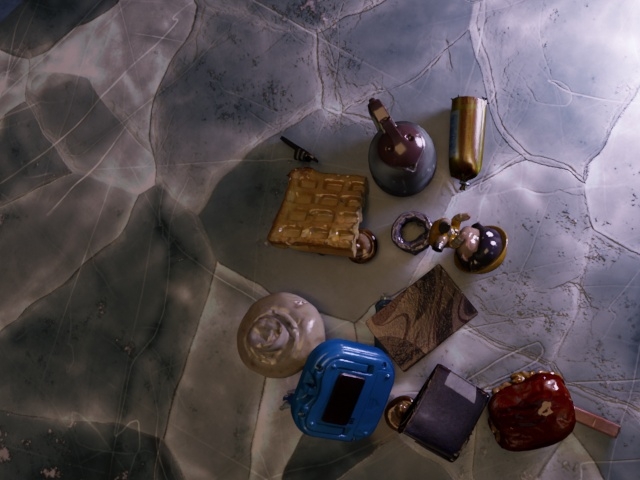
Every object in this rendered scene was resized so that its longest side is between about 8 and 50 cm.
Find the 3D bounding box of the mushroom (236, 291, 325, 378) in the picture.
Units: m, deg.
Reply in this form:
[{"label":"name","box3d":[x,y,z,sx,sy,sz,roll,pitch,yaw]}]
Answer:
[{"label":"mushroom","box3d":[-0.152,0.312,1.787,0.315,0.336,0.314,-3,74,11]}]

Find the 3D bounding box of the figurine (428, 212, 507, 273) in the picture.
[{"label":"figurine","box3d":[0.480,0.010,1.747,0.257,0.167,0.192,23,67,-5]}]

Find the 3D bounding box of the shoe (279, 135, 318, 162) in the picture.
[{"label":"shoe","box3d":[-0.086,-0.320,1.961,0.179,0.071,0.049,35,94,19]}]

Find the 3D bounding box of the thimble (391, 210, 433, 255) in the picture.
[{"label":"thimble","box3d":[0.320,-0.027,1.833,0.150,0.098,0.149,-1,84,13]}]

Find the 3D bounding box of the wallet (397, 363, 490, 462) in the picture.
[{"label":"wallet","box3d":[0.405,0.565,1.752,0.221,0.071,0.262,32,87,-7]}]

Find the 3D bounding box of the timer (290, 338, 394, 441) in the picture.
[{"label":"timer","box3d":[0.077,0.503,1.762,0.309,0.115,0.339,17,99,-20]}]

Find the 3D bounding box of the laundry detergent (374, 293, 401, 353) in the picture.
[{"label":"laundry detergent","box3d":[0.231,0.285,1.846,0.097,0.061,0.206,-4,84,15]}]

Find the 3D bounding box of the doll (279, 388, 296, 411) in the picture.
[{"label":"doll","box3d":[-0.060,0.552,1.886,0.195,0.070,0.095,-29,111,5]}]

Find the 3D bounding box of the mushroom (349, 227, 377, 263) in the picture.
[{"label":"mushroom","box3d":[0.142,0.019,1.873,0.127,0.087,0.127,-1,88,15]}]

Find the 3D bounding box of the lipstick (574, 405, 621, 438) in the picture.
[{"label":"lipstick","box3d":[0.866,0.574,1.694,0.146,0.045,0.045,22,91,14]}]

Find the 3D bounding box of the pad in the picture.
[{"label":"pad","box3d":[0.345,0.262,1.812,0.330,0.004,0.220,-38,85,-3]}]

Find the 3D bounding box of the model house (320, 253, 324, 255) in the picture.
[{"label":"model house","box3d":[0.000,0.000,1.898,0.088,0.100,0.100,-21,82,10]}]

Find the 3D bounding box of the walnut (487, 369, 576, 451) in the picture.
[{"label":"walnut","box3d":[0.648,0.521,1.673,0.269,0.221,0.243,-22,50,14]}]

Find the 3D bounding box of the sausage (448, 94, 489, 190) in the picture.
[{"label":"sausage","box3d":[0.501,-0.327,1.811,0.125,0.117,0.316,2,87,27]}]

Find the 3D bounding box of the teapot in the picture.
[{"label":"teapot","box3d":[0.248,-0.318,1.765,0.233,0.312,0.314,-31,80,6]}]

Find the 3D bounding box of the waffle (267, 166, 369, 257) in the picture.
[{"label":"waffle","box3d":[-0.001,-0.103,1.847,0.305,0.077,0.348,6,54,14]}]

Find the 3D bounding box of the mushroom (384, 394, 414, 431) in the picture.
[{"label":"mushroom","box3d":[0.276,0.583,1.801,0.126,0.085,0.109,-28,107,12]}]
